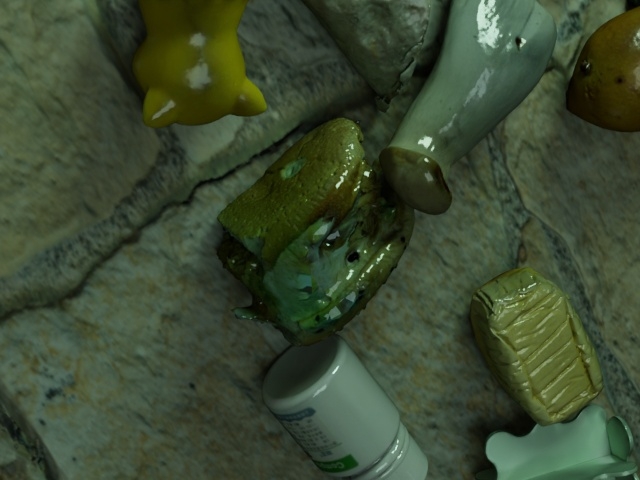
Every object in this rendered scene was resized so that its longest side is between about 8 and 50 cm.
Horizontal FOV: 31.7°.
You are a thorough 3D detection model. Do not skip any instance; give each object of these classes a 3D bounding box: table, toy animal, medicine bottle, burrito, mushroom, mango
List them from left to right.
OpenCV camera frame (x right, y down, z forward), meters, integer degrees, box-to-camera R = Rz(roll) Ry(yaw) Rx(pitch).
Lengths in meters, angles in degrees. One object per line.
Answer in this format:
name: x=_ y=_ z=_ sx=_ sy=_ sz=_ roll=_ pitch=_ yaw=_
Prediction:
toy animal: x=-0.142 y=-0.244 z=1.286 sx=0.156 sy=0.156 sz=0.230 roll=-7 pitch=106 yaw=-17
medicine bottle: x=0.037 y=0.247 z=1.511 sx=0.139 sy=0.139 sz=0.237 roll=-39 pitch=117 yaw=-3
burrito: x=0.038 y=-0.326 z=1.337 sx=0.175 sy=0.107 sz=0.348 roll=-35 pitch=115 yaw=17
mushroom: x=0.171 y=-0.187 z=1.390 sx=0.159 sy=0.122 sz=0.329 roll=32 pitch=74 yaw=3
table: x=0.336 y=0.334 z=1.626 sx=0.198 sy=0.166 sz=0.167 roll=-13 pitch=111 yaw=-14
mango: x=0.441 y=-0.229 z=1.465 sx=0.236 sy=0.136 sz=0.166 roll=-12 pitch=135 yaw=-19

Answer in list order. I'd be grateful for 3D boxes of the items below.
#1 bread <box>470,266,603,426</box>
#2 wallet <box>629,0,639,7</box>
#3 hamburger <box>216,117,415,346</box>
bread: x=0.299 y=0.144 z=1.581 sx=0.140 sy=0.106 sz=0.236 roll=-32 pitch=114 yaw=-5
wallet: x=0.542 y=-0.371 z=1.506 sx=0.245 sy=0.052 sz=0.169 roll=6 pitch=100 yaw=-7
hamburger: x=0.000 y=0.000 z=1.396 sx=0.288 sy=0.192 sz=0.168 roll=-44 pitch=125 yaw=-1
